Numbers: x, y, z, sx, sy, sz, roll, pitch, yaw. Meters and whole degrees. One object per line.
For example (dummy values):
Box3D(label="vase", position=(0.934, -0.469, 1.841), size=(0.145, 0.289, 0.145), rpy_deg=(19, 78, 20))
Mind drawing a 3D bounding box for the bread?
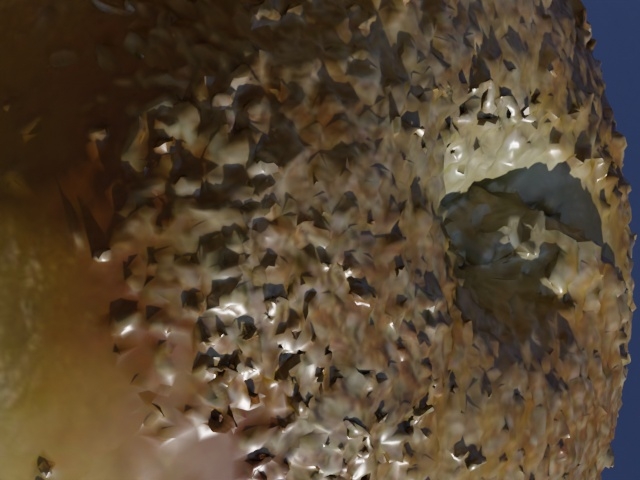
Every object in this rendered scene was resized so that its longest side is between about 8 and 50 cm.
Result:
Box3D(label="bread", position=(0.000, 0.000, 0.612), size=(0.159, 0.305, 0.305), rpy_deg=(-5, -135, 38))
